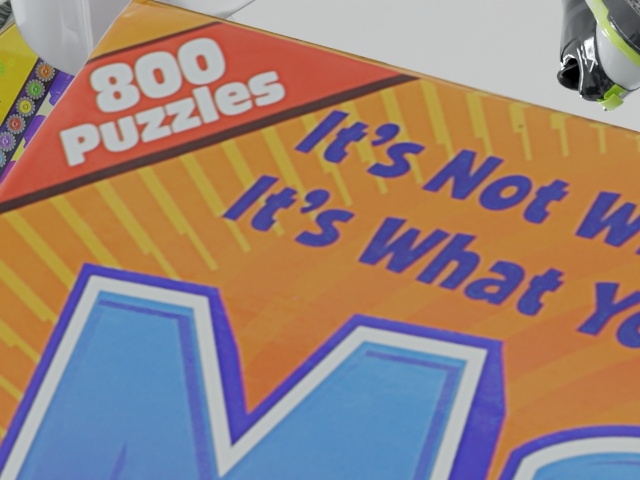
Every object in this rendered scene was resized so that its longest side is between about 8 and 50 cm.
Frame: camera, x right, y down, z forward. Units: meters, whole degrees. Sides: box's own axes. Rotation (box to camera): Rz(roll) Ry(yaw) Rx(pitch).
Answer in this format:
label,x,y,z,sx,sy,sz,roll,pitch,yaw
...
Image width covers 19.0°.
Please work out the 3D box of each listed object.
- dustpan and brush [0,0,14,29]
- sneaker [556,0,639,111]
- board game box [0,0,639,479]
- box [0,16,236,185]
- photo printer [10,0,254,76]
label,x,y,z,sx,sy,sz,roll,pitch,yaw
dustpan and brush,-0.222,-0.169,1.370,0.060,0.211,0.147,29,-30,-7
sneaker,0.225,-0.179,1.625,0.084,0.235,0.097,32,-72,-19
board game box,0.059,0.223,0.468,0.356,0.356,0.356,-61,-24,-29
box,-0.082,-0.011,1.183,0.177,0.279,0.290,-37,0,7
photo printer,-0.047,-0.236,0.904,0.256,0.107,0.307,-34,-21,-19
